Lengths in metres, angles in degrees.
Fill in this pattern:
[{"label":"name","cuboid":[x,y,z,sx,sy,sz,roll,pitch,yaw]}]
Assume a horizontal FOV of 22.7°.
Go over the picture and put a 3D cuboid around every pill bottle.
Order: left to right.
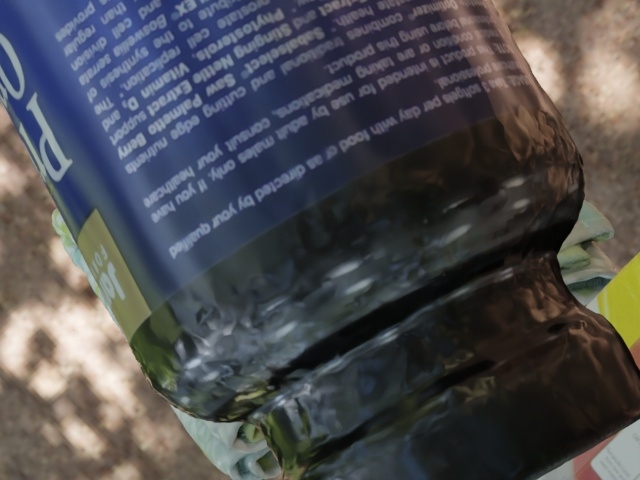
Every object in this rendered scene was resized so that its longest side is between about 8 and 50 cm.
[{"label":"pill bottle","cuboid":[-0.010,-0.032,0.403,0.219,0.123,0.123,61,146,10]}]

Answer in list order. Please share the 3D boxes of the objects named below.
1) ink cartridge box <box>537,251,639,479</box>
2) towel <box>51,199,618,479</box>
[{"label":"ink cartridge box","cuboid":[0.217,0.143,0.702,0.384,0.160,0.279,-49,46,19]},{"label":"towel","cuboid":[0.000,0.000,1.190,0.374,0.321,0.090,46,154,52]}]
